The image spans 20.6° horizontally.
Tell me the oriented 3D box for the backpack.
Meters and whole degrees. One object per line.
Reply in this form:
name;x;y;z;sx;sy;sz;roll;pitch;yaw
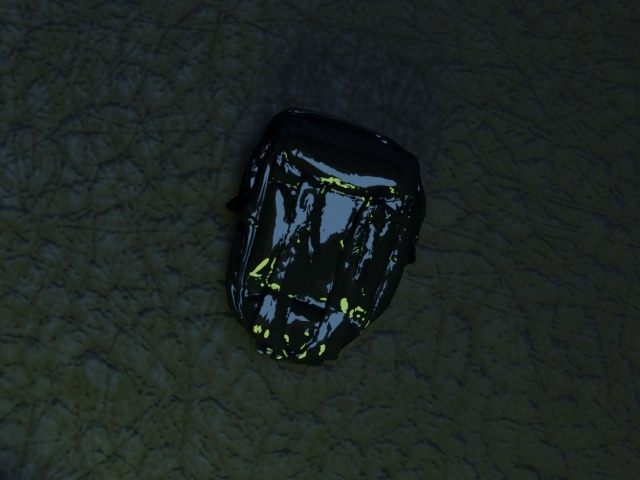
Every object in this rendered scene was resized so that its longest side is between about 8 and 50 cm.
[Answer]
backpack;0.000;0.000;1.800;0.206;0.133;0.258;17;90;-10
